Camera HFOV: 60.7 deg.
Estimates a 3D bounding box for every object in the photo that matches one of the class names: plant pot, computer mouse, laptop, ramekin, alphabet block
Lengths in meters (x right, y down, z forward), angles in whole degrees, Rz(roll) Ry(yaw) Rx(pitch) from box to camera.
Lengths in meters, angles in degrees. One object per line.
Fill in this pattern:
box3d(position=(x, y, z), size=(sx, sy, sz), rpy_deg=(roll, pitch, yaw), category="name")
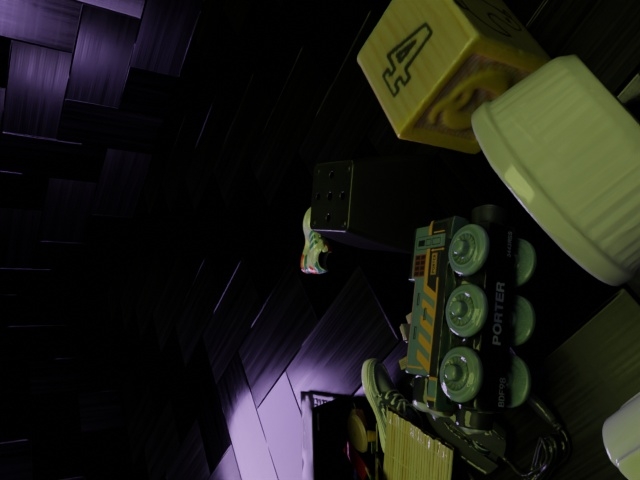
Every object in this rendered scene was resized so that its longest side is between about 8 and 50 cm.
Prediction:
box3d(position=(0.084, -0.076, 1.042), size=(0.188, 0.167, 0.188), rpy_deg=(6, 91, 57), category="plant pot")
box3d(position=(0.252, 0.277, 0.848), size=(0.262, 0.060, 0.184), rpy_deg=(51, 128, 45), category="computer mouse")
box3d(position=(-0.025, 0.455, 1.164), size=(0.264, 0.136, 0.234), rpy_deg=(-15, 74, 57), category="laptop")
box3d(position=(0.312, -0.092, 0.632), size=(0.127, 0.273, 0.273), rpy_deg=(-43, 52, 30), category="ramekin")
box3d(position=(0.204, -0.280, 0.865), size=(0.193, 0.192, 0.197), rpy_deg=(-54, 46, 41), category="alphabet block")

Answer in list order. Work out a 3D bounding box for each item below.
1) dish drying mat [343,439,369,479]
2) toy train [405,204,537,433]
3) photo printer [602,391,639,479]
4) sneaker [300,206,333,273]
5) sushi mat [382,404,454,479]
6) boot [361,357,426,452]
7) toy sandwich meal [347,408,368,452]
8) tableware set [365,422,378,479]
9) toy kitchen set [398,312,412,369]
box3d(position=(0.074, 0.458, 1.139), size=(0.083, 0.008, 0.032), rpy_deg=(46, 124, 49), category="dish drying mat")
box3d(position=(0.217, 0.114, 0.837), size=(0.190, 0.142, 0.334), rpy_deg=(-13, 67, 61), category="toy train")
box3d(position=(0.431, 0.153, 0.417), size=(0.256, 0.107, 0.307), rpy_deg=(40, 123, 10), category="photo printer")
box3d(position=(0.000, 0.000, 1.270), size=(0.075, 0.057, 0.161), rpy_deg=(5, 89, 40), category="sneaker")
box3d(position=(0.158, 0.460, 0.948), size=(0.151, 0.019, 0.317), rpy_deg=(19, 112, 48), category="sushi mat")
box3d(position=(0.142, 0.305, 1.012), size=(0.086, 0.069, 0.190), rpy_deg=(-32, 69, 45), category="boot")
box3d(position=(0.081, 0.387, 1.113), size=(0.085, 0.029, 0.086), rpy_deg=(31, 125, 59), category="toy sandwich meal")
box3d(position=(0.097, 0.429, 1.023), size=(0.104, 0.024, 0.154), rpy_deg=(82, -172, -49), category="tableware set")
box3d(position=(0.156, 0.183, 0.992), size=(0.075, 0.068, 0.083), rpy_deg=(-45, 51, 44), category="toy kitchen set")
